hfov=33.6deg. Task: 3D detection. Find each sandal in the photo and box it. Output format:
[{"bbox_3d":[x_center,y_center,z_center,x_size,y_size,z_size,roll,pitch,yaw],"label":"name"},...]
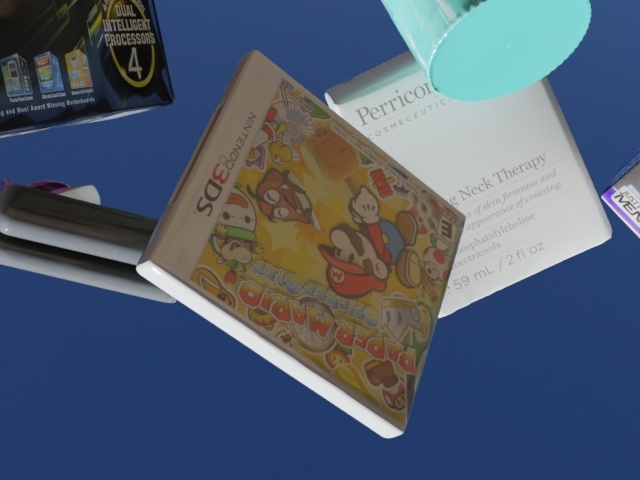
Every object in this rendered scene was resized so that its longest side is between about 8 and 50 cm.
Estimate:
[{"bbox_3d":[-0.506,-0.064,1.832,0.169,0.416,0.102,-19,-85,-43],"label":"sandal"}]

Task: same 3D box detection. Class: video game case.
[{"bbox_3d":[0.000,0.000,0.775,0.227,0.026,0.206,37,-127,-21],"label":"video game case"}]

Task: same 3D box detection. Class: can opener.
[{"bbox_3d":[-0.131,0.007,0.887,0.280,0.074,0.093,11,-136,-20],"label":"can opener"}]

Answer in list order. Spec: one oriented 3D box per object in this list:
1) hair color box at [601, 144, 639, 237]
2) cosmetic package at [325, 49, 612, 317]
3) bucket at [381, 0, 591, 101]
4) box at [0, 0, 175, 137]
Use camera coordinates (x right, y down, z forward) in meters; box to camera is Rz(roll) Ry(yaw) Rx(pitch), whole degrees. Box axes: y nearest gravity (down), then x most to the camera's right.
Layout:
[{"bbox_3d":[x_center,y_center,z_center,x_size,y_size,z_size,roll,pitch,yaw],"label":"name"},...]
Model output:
[{"bbox_3d":[0.496,-0.056,1.434,0.185,0.110,0.339,47,-158,6],"label":"hair color box"},{"bbox_3d":[0.237,-0.139,1.817,0.329,0.394,0.327,-26,-169,3],"label":"cosmetic package"},{"bbox_3d":[0.229,-0.337,1.472,0.281,0.281,0.183,-9,-120,-24],"label":"bucket"},{"bbox_3d":[-0.271,-0.242,0.860,0.097,0.318,0.395,-10,-173,21],"label":"box"}]
